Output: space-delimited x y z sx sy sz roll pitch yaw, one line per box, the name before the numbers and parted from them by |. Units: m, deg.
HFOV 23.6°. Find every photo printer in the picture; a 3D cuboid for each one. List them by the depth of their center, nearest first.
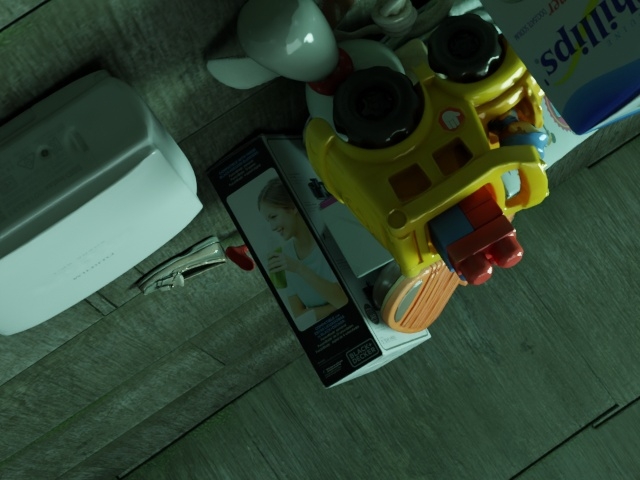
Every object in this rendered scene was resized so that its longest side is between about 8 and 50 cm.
photo printer | -0.240 -0.021 1.400 0.256 0.107 0.307 -33 169 -2

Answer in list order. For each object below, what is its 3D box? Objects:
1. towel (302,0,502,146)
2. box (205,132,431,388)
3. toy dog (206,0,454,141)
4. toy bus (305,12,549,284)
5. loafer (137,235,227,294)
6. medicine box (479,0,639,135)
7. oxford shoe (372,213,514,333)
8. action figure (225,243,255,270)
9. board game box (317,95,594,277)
towel | 0.183 -0.228 1.818 0.374 0.090 0.320 -24 169 -44
box | 0.000 0.018 1.793 0.087 0.290 0.169 -32 172 22
toy dog | 0.007 -0.181 1.435 0.220 0.161 0.334 -29 154 -10
toy bus | 0.128 -0.066 1.347 0.220 0.211 0.149 -33 153 -6
loafer | -0.182 0.041 2.033 0.125 0.039 0.045 -32 170 -11
medicine box | 0.246 -0.262 1.278 0.263 0.289 0.149 -22 165 -48
oxford shoe | 0.117 0.008 1.818 0.130 0.132 0.363 -59 169 22
action figure | 0.000 0.000 2.129 0.280 0.139 0.091 -20 136 -61
board game box | 0.168 -0.094 1.657 0.224 0.098 0.303 -28 -176 39
